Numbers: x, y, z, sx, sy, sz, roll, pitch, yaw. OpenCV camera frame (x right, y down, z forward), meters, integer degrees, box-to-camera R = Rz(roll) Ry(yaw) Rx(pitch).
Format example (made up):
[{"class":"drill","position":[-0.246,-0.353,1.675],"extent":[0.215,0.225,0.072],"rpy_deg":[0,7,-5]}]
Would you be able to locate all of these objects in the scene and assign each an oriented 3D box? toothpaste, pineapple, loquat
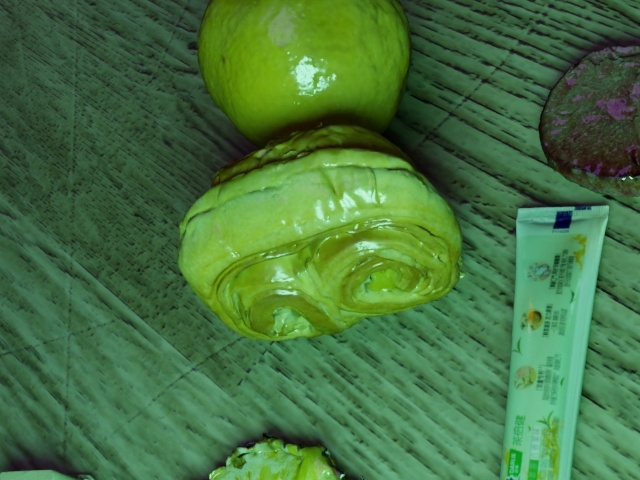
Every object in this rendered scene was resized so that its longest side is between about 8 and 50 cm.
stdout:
[{"class":"toothpaste","position":[0.176,0.105,0.870],"extent":[0.056,0.058,0.314],"rpy_deg":[132,155,-58]},{"class":"pineapple","position":[-0.047,0.258,0.910],"extent":[0.221,0.047,0.221],"rpy_deg":[-14,53,20]},{"class":"loquat","position":[-0.015,-0.174,1.046],"extent":[0.208,0.208,0.208],"rpy_deg":[-14,57,22]}]

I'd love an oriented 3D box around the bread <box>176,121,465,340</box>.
[{"class":"bread","position":[-0.002,-0.001,0.935],"extent":[0.236,0.198,0.120],"rpy_deg":[-19,50,19]}]

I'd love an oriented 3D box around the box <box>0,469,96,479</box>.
[{"class":"box","position":[-0.263,0.268,1.007],"extent":[0.089,0.062,0.122],"rpy_deg":[-7,60,25]}]

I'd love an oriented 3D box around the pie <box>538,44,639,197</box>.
[{"class":"pie","position":[0.261,-0.104,0.954],"extent":[0.154,0.036,0.154],"rpy_deg":[-13,57,22]}]
